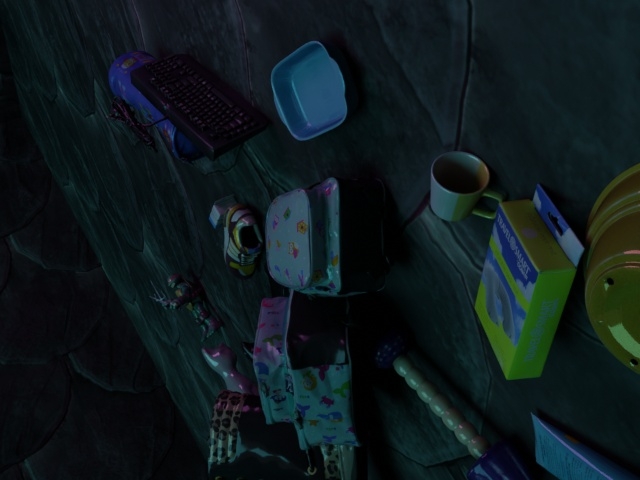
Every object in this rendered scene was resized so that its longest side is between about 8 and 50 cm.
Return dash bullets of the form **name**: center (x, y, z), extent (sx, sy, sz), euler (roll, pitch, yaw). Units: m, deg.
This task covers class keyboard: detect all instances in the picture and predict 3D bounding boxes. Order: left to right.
- **keyboard**: center (-0.250, -0.230, 1.058), extent (0.317, 0.201, 0.033), euler (42, 158, 36)

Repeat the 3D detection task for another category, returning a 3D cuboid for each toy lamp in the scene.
- **toy lamp**: center (0.178, 0.243, 0.844), extent (0.275, 0.080, 0.080), euler (46, 147, 34)

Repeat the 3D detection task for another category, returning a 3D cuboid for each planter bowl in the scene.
- **planter bowl**: center (0.283, 0.048, 0.485), extent (0.217, 0.090, 0.217), euler (41, 145, 38)

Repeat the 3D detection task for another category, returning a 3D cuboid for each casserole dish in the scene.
- **casserole dish**: center (-0.007, -0.204, 0.835), extent (0.188, 0.037, 0.114), euler (-7, 106, 61)

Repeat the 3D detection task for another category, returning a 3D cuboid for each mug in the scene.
- **mug**: center (0.152, -0.048, 0.668), extent (0.078, 0.062, 0.064), euler (55, 160, 30)

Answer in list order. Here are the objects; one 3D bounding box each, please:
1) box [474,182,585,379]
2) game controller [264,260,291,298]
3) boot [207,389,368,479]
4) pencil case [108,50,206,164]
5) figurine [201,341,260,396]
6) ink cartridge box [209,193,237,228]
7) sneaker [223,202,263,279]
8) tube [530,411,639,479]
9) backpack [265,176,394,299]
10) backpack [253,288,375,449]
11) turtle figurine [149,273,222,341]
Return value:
- **box**: center (0.206, 0.045, 0.623), extent (0.109, 0.042, 0.178), euler (-102, 8, -50)
- **game controller**: center (-0.043, 0.179, 1.209), extent (0.166, 0.067, 0.319), euler (-131, 28, -55)
- **boot**: center (-0.059, 0.455, 1.149), extent (0.284, 0.138, 0.378), euler (2, 101, 13)
- **pencil case**: center (-0.303, -0.267, 1.210), extent (0.306, 0.119, 0.133), euler (42, 165, 36)
- **figurine**: center (-0.150, 0.308, 1.349), extent (0.092, 0.214, 0.209), euler (-44, 65, 24)
- **ink cartridge box**: center (-0.200, -0.061, 1.275), extent (0.028, 0.048, 0.083), euler (58, 152, 11)
- **sneaker**: center (-0.154, 0.019, 1.240), extent (0.084, 0.069, 0.186), euler (44, 147, 44)
- **tube**: center (0.312, 0.268, 0.668), extent (0.207, 0.052, 0.080), euler (25, 129, 58)
- **backpack**: center (0.000, 0.000, 0.866), extent (0.188, 0.144, 0.166), euler (167, 99, -68)
- **backpack**: center (-0.004, 0.205, 0.978), extent (0.225, 0.191, 0.254), euler (-88, -15, -58)
- **turtle figurine**: center (-0.380, 0.175, 1.713), extent (0.234, 0.118, 0.175), euler (48, 167, -1)
